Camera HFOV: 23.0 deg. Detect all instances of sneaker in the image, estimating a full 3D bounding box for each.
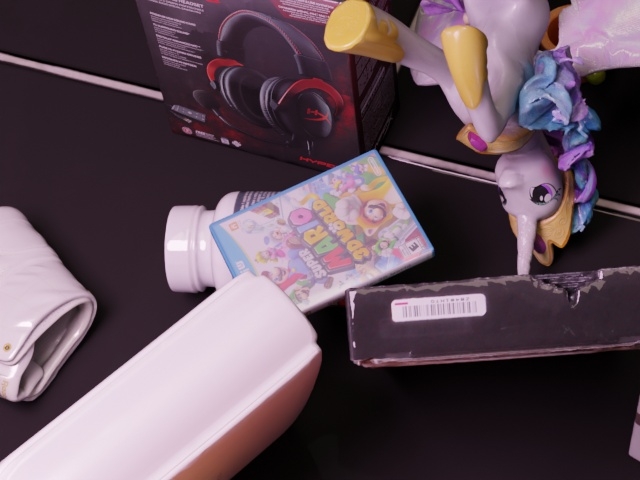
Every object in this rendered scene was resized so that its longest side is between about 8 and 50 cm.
[{"bbox_3d":[-0.345,0.100,1.423,0.292,0.108,0.169,-37,57,-19],"label":"sneaker"}]

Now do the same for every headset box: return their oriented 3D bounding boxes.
[{"bbox_3d":[-0.050,-0.205,1.481,0.218,0.293,0.110,16,59,16],"label":"headset box"}]

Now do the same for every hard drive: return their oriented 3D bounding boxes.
[{"bbox_3d":[0.145,0.062,1.265,0.236,0.339,0.064,-4,88,3],"label":"hard drive"}]

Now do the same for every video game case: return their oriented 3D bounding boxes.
[{"bbox_3d":[0.000,0.000,1.377,0.166,0.015,0.119,-25,62,-6],"label":"video game case"}]

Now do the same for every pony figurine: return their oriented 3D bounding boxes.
[{"bbox_3d":[0.164,-0.188,1.404,0.302,0.363,0.351,-2,58,32],"label":"pony figurine"}]

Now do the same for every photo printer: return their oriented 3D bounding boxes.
[{"bbox_3d":[-0.148,0.177,1.262,0.307,0.256,0.107,-38,79,-19],"label":"photo printer"}]

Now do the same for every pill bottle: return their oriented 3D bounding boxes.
[{"bbox_3d":[-0.047,0.007,1.450,0.180,0.108,0.108,1,56,7],"label":"pill bottle"}]

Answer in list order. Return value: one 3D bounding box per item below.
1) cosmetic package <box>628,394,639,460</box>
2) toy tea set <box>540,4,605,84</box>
[{"bbox_3d":[0.359,0.118,1.280,0.151,0.184,0.151,30,64,23],"label":"cosmetic package"},{"bbox_3d":[0.281,-0.249,1.574,0.336,0.124,0.200,26,63,22],"label":"toy tea set"}]
